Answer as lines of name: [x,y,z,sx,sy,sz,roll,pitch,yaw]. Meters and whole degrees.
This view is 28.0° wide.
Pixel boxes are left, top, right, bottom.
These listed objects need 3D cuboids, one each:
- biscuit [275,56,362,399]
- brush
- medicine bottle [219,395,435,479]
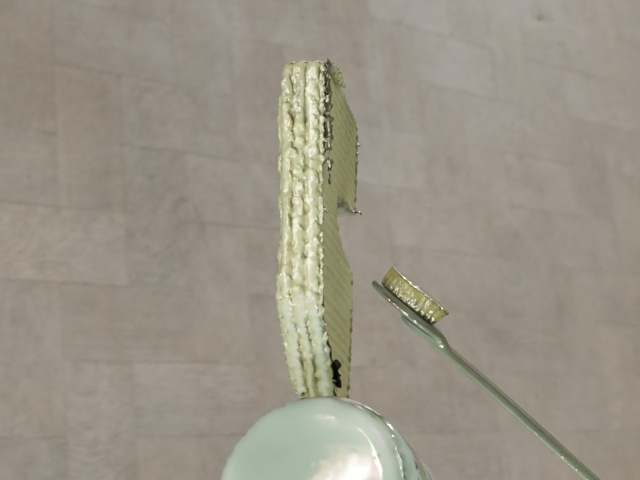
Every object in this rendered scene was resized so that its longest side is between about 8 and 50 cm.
biscuit: [0.000,0.000,0.975,0.147,0.046,0.250,52,38,-73]
brush: [0.139,0.113,0.911,0.266,0.062,0.027,43,94,-7]
medicine bottle: [0.019,0.193,0.904,0.168,0.135,0.135,56,38,-61]
